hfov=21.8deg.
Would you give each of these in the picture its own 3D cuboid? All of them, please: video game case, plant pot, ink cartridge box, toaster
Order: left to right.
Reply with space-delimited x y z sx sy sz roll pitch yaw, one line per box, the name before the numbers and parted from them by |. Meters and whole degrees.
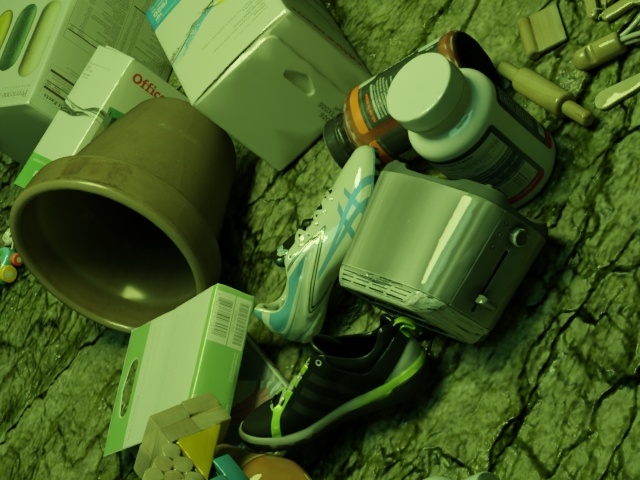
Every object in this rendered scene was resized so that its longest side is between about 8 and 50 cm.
ink cartridge box | -0.269 -0.121 2.172 0.092 0.160 0.219 24 82 49
plant pot | -0.215 -0.051 2.026 0.263 0.263 0.229 -13 38 39
ink cartridge box | -0.166 0.161 1.914 0.235 0.056 0.171 -30 44 57
video game case | -0.130 0.205 1.911 0.201 0.023 0.183 -50 40 5
ink cartridge box | -0.079 -0.240 2.057 0.168 0.171 0.232 -44 40 13
toaster | 0.115 0.011 1.720 0.227 0.129 0.146 19 80 50

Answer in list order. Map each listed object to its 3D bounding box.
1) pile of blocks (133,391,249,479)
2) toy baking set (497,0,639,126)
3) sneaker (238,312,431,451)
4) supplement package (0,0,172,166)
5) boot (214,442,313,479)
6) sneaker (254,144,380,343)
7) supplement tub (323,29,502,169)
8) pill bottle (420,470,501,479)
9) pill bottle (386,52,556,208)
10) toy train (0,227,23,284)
pile of blocks | -0.148 0.313 1.644 0.362 0.149 0.112 -69 -1 -51
toy baking set | 0.299 -0.214 1.770 0.197 0.030 0.256 -49 39 6
sneaker | 0.005 0.139 1.740 0.235 0.097 0.084 -26 21 18
supplement package | -0.348 -0.247 2.311 0.199 0.198 0.262 -2 62 44
boot | -0.088 0.358 1.714 0.220 0.109 0.283 17 68 46
sneaker | 0.000 0.000 1.836 0.085 0.086 0.237 -110 44 -77
supplement tub | 0.099 -0.148 1.866 0.198 0.106 0.106 -28 46 28
pill bottle | 0.093 0.284 1.568 0.184 0.103 0.103 -27 46 29
pill bottle | 0.154 -0.116 1.728 0.108 0.180 0.108 -25 47 31
toy train | -0.496 0.049 2.370 0.166 0.046 0.125 -43 41 15
